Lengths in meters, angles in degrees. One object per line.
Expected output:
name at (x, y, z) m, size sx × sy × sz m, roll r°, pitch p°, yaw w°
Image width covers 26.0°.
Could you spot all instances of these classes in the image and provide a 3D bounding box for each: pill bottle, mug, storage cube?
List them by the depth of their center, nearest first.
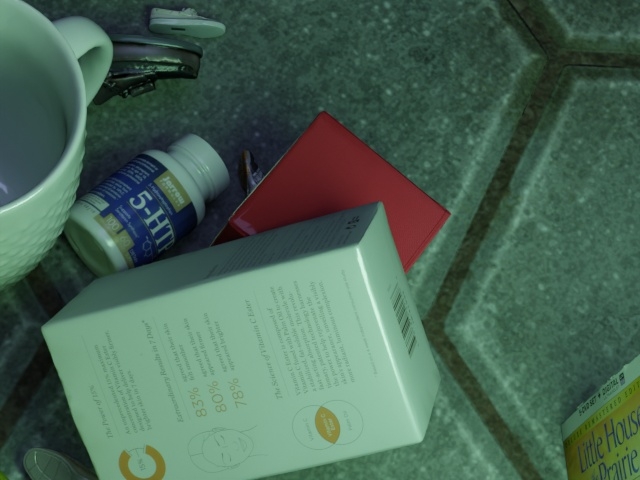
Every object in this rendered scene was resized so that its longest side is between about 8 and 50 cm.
mug at (-0.368, -0.106, 1.515) m, size 0.276 × 0.328 × 0.374 m, roll 41°, pitch 64°, yaw 7°
storage cube at (0.000, 0.000, 1.616) m, size 0.193 × 0.183 × 0.215 m, roll 39°, pitch 65°, yaw -2°
pill bottle at (-0.203, -0.042, 1.643) m, size 0.112 × 0.112 × 0.187 m, roll 45°, pitch 66°, yaw 9°

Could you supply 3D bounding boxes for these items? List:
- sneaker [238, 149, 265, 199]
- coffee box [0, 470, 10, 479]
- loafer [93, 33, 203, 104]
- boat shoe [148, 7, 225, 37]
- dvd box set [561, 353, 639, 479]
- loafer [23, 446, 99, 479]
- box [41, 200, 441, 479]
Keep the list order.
sneaker at (-0.078, -0.073, 1.732) m, size 0.037 × 0.032 × 0.083 m, roll -8°, pitch 78°, yaw -23°
coffee box at (-0.460, 0.287, 1.244) m, size 0.334 × 0.337 × 0.338 m, roll -43°, pitch 93°, yaw -11°
loafer at (-0.298, -0.202, 1.713) m, size 0.303 × 0.109 × 0.095 m, roll 1°, pitch 84°, yaw -5°
boat shoe at (-0.173, -0.287, 1.804) m, size 0.100 × 0.035 × 0.035 m, roll 3°, pitch 68°, yaw -4°
dvd box set at (0.357, 0.355, 1.480) m, size 0.062 × 0.307 × 0.420 m, roll 0°, pitch 67°, yaw -10°
loafer at (-0.270, 0.268, 1.536) m, size 0.125 × 0.039 × 0.045 m, roll 29°, pitch 97°, yaw 5°
box at (-0.076, 0.119, 1.442) m, size 0.345 × 0.168 × 0.215 m, roll -15°, pitch 103°, yaw 15°
